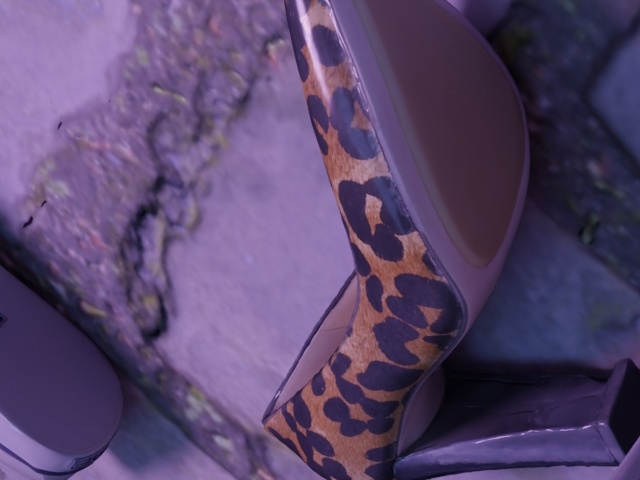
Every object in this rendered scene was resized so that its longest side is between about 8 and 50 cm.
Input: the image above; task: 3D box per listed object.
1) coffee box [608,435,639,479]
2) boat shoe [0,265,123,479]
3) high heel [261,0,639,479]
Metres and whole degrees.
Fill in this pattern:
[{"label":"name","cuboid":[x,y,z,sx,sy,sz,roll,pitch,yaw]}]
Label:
[{"label":"coffee box","cuboid":[0.133,0.120,0.557,0.119,0.297,0.168,29,137,18]},{"label":"boat shoe","cuboid":[-0.217,0.025,0.977,0.267,0.096,0.088,41,137,-4]},{"label":"high heel","cuboid":[0.000,0.000,0.740,0.186,0.093,0.261,-7,125,39]}]
